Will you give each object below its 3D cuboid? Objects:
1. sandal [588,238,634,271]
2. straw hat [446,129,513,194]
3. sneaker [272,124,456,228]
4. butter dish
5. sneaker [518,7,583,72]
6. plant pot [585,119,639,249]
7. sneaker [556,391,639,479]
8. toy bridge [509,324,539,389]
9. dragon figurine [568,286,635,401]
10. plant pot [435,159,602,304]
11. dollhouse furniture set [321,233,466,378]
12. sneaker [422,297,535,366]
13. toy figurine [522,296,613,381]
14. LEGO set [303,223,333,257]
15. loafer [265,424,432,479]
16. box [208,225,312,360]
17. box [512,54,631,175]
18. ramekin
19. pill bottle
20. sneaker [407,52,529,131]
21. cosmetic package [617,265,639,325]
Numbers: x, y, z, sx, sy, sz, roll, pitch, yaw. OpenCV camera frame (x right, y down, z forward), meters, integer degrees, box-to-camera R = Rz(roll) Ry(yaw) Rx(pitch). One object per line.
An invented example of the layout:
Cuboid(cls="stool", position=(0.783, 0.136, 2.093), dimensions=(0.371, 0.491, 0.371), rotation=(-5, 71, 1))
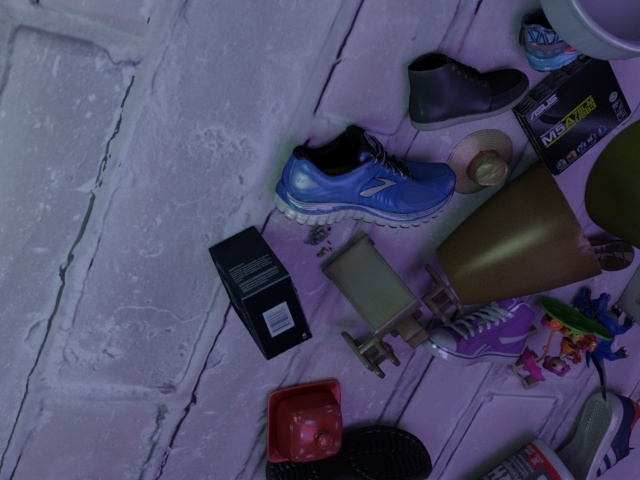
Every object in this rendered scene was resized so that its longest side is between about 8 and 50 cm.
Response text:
Cuboid(cls="sandal", position=(0.570, 0.026, 2.124), dimensions=(0.180, 0.049, 0.072), rotation=(-3, 119, -10))
Cuboid(cls="straw hat", position=(0.304, -0.130, 1.850), dimensions=(0.144, 0.061, 0.144), rotation=(-15, 129, -20))
Cuboid(cls="sneaker", position=(0.089, -0.109, 1.701), dimensions=(0.330, 0.130, 0.147), rotation=(-4, 127, -27))
Cuboid(cls="butter dish", position=(-0.014, 0.369, 1.980), dimensions=(0.160, 0.118, 0.160), rotation=(-7, 109, -25))
Cuboid(cls="sneaker", position=(0.449, -0.398, 1.709), dimensions=(0.262, 0.104, 0.125), rotation=(-39, 130, 1))
Cuboid(cls="plant pot", position=(0.713, -0.059, 1.971), dimensions=(0.275, 0.293, 0.274), rotation=(-15, 128, -19))
Cuboid(cls="sneaker", position=(0.676, 0.528, 2.485), dimensions=(0.148, 0.131, 0.350), rotation=(10, 118, -32))
Cuboid(cls="toy bridge", position=(0.447, 0.265, 2.238), dimensions=(0.063, 0.026, 0.188), rotation=(-23, 131, -13))
Cuboid(cls="dragon figurine", position=(0.605, 0.225, 2.254), dimensions=(0.144, 0.085, 0.289), rotation=(-5, 120, -24))
Cuboid(cls="plant pot", position=(0.353, 0.012, 1.894), dimensions=(0.254, 0.237, 0.237), rotation=(-27, 133, 11))
Cuboid(cls="dollhouse furniture set", position=(0.123, 0.113, 1.905), dimensions=(0.212, 0.161, 0.242), rotation=(-40, 154, 2))
Cuboid(cls="sneaker", position=(0.324, 0.163, 2.057), dimensions=(0.282, 0.102, 0.161), rotation=(3, 118, -43))
Cuboid(cls="toy figurine", position=(0.500, 0.228, 2.142), dimensions=(0.173, 0.130, 0.159), rotation=(24, 110, -8))
Cuboid(cls="LEGO set", position=(0.002, -0.001, 1.800), dimensions=(0.054, 0.023, 0.083), rotation=(-41, 132, 3))
Cuboid(cls="loafer", position=(0.052, 0.475, 2.123), dimensions=(0.366, 0.134, 0.130), rotation=(0, 146, -18))
Cuboid(cls="box", position=(-0.101, 0.088, 1.716), dimensions=(0.093, 0.158, 0.156), rotation=(-27, 131, -10))
Cuboid(cls="box", position=(0.464, -0.239, 1.871), dimensions=(0.191, 0.045, 0.184), rotation=(-39, 135, 1))
Cuboid(cls="ramekin", position=(0.483, -0.419, 1.613), dimensions=(0.277, 0.135, 0.277), rotation=(1, 87, -11))
Cuboid(cls="pill bottle", position=(0.437, 0.621, 2.388), dimensions=(0.318, 0.176, 0.176), rotation=(-34, 132, -4))
Cuboid(cls="sneaker", position=(0.252, -0.268, 1.706), dimensions=(0.222, 0.083, 0.118), rotation=(-21, 130, -13))
Cuboid(cls="cosmetic package", position=(0.837, 0.134, 2.291), dimensions=(0.296, 0.129, 0.153), rotation=(7, 118, -33))
